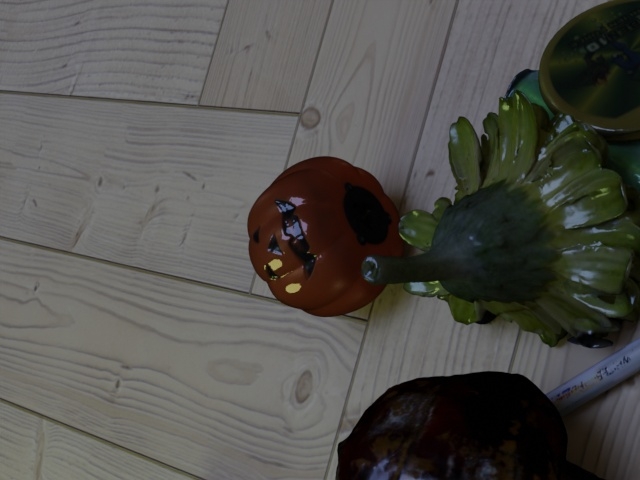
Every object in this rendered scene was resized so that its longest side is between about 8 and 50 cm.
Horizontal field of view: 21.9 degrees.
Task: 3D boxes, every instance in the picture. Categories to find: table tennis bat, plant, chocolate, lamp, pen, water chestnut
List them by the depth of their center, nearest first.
[{"bbox_3d":[0.149,0.247,1.618,0.244,0.289,0.289,-37,42,-3],"label":"water chestnut"},{"bbox_3d":[0.342,-0.143,1.644,0.198,0.050,0.321,-26,44,-4],"label":"table tennis bat"},{"bbox_3d":[0.194,0.023,1.650,0.306,0.261,0.297,-52,3,37],"label":"plant"},{"bbox_3d":[0.308,0.119,1.650,0.269,0.033,0.033,-37,49,36],"label":"pen"},{"bbox_3d":[0.306,-0.074,1.682,0.291,0.110,0.110,43,109,45],"label":"chocolate"},{"bbox_3d":[0.000,0.000,1.956,0.164,0.188,0.187,-32,52,40],"label":"lamp"}]

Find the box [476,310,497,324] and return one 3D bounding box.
[{"bbox_3d":[0.192,0.016,1.839,0.125,0.027,0.126,-47,43,28],"label":"box"}]
